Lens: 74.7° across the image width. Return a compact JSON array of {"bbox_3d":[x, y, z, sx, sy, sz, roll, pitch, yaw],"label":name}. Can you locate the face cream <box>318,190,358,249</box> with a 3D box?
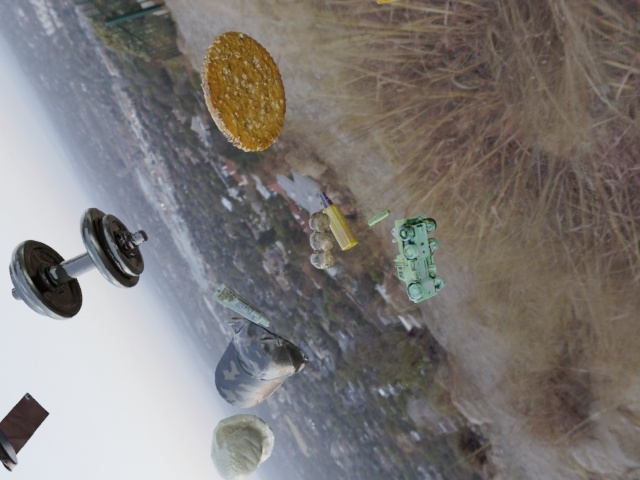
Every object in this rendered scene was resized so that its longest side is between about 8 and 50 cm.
[{"bbox_3d":[0.066,-0.092,1.823,0.273,0.078,0.078,61,159,11],"label":"face cream"}]

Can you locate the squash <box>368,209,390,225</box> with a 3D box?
[{"bbox_3d":[0.201,-0.078,1.427,0.027,0.089,0.027,45,-152,-32],"label":"squash"}]

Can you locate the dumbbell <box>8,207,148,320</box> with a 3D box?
[{"bbox_3d":[-0.504,0.050,0.883,0.191,0.290,0.192,62,174,11],"label":"dumbbell"}]

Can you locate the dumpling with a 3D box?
[{"bbox_3d":[-0.200,0.533,1.087,0.126,0.167,0.215,-12,102,62],"label":"dumpling"}]

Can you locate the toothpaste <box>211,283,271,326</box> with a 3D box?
[{"bbox_3d":[-0.279,0.235,1.492,0.256,0.067,0.037,28,163,23],"label":"toothpaste"}]

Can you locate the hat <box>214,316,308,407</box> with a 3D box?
[{"bbox_3d":[-0.251,0.507,1.620,0.367,0.381,0.257,29,179,-7],"label":"hat"}]

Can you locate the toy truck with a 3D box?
[{"bbox_3d":[0.293,0.057,1.324,0.135,0.129,0.259,-12,92,55],"label":"toy truck"}]

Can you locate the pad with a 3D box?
[{"bbox_3d":[-0.948,0.586,1.317,0.187,0.006,0.113,-75,-37,-60],"label":"pad"}]

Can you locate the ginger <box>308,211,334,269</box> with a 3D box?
[{"bbox_3d":[0.000,0.000,1.468,0.104,0.080,0.203,14,111,47],"label":"ginger"}]

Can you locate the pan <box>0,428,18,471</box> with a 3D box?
[{"bbox_3d":[-0.792,0.523,1.034,0.235,0.028,0.136,-15,104,58],"label":"pan"}]

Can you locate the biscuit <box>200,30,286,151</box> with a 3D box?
[{"bbox_3d":[-0.156,-0.324,0.920,0.035,0.254,0.253,0,123,35],"label":"biscuit"}]

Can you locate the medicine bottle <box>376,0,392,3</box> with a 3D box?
[{"bbox_3d":[0.216,-0.602,0.941,0.096,0.192,0.096,-8,-90,-81],"label":"medicine bottle"}]
